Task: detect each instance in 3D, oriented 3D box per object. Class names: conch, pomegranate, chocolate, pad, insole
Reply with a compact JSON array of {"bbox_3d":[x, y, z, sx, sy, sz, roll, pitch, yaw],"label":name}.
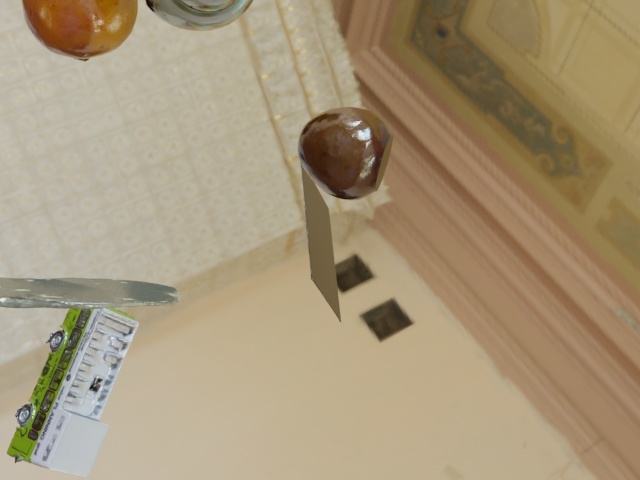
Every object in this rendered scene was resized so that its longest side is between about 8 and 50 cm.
[{"bbox_3d":[-0.238,-0.534,1.812,0.197,0.249,0.368,52,0,3],"label":"conch"},{"bbox_3d":[-0.549,-0.538,2.038,0.264,0.264,0.264,42,-34,37],"label":"pomegranate"},{"bbox_3d":[0.037,-0.155,1.551,0.177,0.176,0.177,42,-34,37],"label":"chocolate"},{"bbox_3d":[-0.001,0.000,1.866,0.202,0.005,0.300,58,21,-54],"label":"pad"},{"bbox_3d":[-0.245,0.046,0.776,0.081,0.247,0.011,-139,-126,-69],"label":"insole"}]

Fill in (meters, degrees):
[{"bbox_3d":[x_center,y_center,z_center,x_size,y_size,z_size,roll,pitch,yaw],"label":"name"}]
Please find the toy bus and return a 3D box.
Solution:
[{"bbox_3d":[-0.422,0.252,1.542,0.139,0.302,0.113,10,-15,41],"label":"toy bus"}]
